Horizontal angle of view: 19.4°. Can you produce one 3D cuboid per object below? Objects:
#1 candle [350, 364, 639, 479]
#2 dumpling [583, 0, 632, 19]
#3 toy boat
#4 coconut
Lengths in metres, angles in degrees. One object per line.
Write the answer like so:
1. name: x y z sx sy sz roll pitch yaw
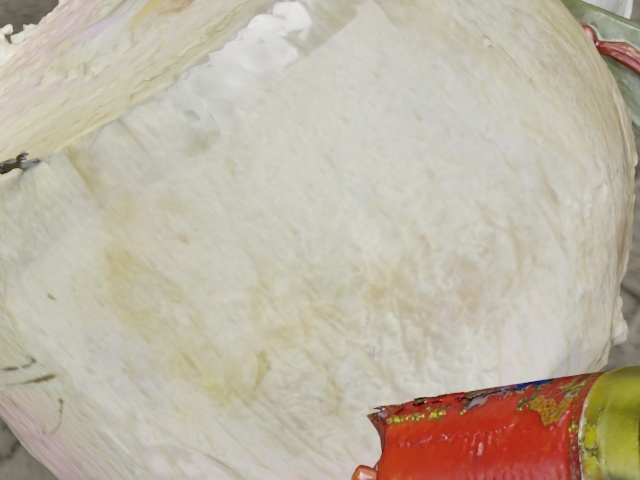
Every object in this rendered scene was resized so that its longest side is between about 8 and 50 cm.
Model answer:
1. candle: 0.058 0.064 0.526 0.052 0.131 0.052 12 72 -44
2. dumpling: 0.152 -0.165 1.395 0.258 0.147 0.193 -27 111 -31
3. toy boat: 0.181 -0.114 1.220 0.185 0.089 0.071 30 105 29
4. coconut: 0.000 0.000 1.054 0.405 0.404 0.404 -1 97 -11
